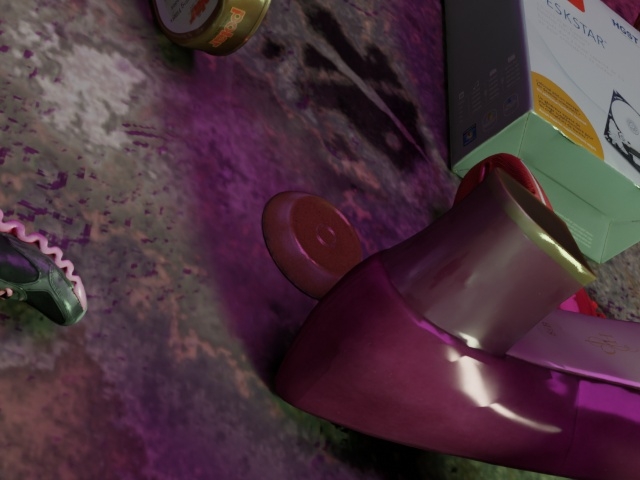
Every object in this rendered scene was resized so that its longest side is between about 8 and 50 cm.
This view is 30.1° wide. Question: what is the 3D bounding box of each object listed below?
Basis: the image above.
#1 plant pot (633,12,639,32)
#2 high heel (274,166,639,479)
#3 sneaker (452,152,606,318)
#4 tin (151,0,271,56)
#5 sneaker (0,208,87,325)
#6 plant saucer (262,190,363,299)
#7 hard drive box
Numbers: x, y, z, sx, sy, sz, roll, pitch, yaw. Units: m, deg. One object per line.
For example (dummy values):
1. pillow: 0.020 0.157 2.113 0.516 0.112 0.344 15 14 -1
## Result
1. plant pot: 0.423 -0.180 1.216 0.191 0.191 0.174 17 47 -37
2. high heel: 0.154 0.123 0.741 0.377 0.181 0.127 42 19 -21
3. sneaker: 0.168 0.050 0.871 0.128 0.087 0.221 13 64 -50
4. tin: -0.081 -0.209 0.787 0.040 0.106 0.189 5 57 -35
5. sneaker: -0.169 0.010 0.576 0.119 0.047 0.057 40 58 -13
6. plant saucer: 0.000 0.000 0.774 0.083 0.015 0.083 27 44 -29
7. hard drive box: 0.201 -0.124 1.022 0.181 0.089 0.232 29 43 -28
